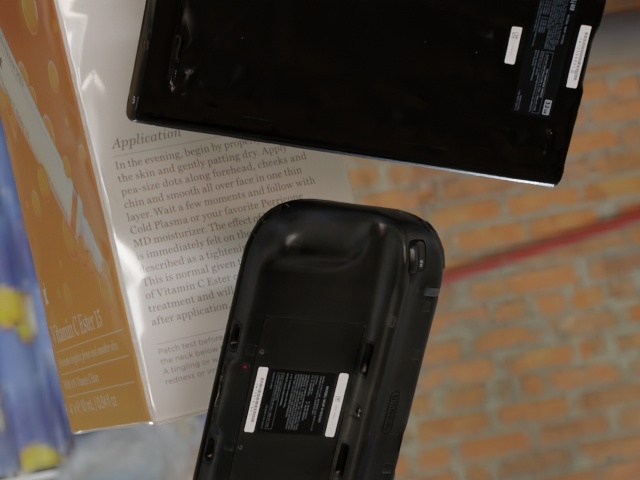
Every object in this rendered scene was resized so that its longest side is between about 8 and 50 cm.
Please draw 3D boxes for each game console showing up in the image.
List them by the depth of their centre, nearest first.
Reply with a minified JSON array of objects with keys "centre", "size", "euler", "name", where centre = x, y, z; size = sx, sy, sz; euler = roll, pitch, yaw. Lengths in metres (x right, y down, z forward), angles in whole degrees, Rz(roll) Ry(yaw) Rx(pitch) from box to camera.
[{"centre":[0.000,0.000,0.855],"size":[0.213,0.361,0.044],"euler":[9,-165,-16],"name":"game console"}]

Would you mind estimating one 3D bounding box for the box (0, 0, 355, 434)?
[{"centre":[-0.102,-0.058,1.178],"size":[0.168,0.345,0.215],"euler":[-12,176,-22],"name":"box"}]
